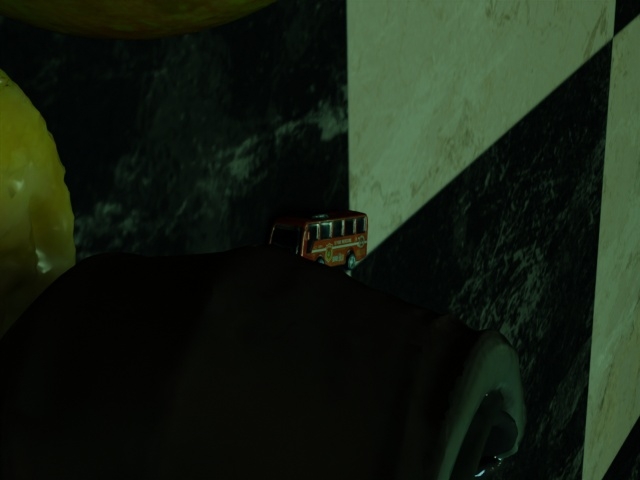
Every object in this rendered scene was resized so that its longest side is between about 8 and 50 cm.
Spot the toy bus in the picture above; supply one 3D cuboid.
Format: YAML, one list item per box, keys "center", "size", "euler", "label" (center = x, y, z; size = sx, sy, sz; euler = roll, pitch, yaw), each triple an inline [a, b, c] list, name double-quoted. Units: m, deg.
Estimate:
- center: [0.000, 0.000, 0.970]
  size: [0.110, 0.031, 0.043]
  euler: [-9, 106, -65]
  label: "toy bus"

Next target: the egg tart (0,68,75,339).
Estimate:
- center: [-0.182, 0.013, 0.518]
  size: [0.288, 0.118, 0.288]
  euler: [12, 90, -69]
  label: "egg tart"

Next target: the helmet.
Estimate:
- center: [-0.063, 0.132, 0.496]
  size: [0.305, 0.177, 0.225]
  euler: [-61, 170, 13]
  label: "helmet"

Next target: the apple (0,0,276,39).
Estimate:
- center: [-0.078, -0.201, 0.492]
  size: [0.226, 0.246, 0.246]
  euler: [36, 67, -38]
  label: "apple"
